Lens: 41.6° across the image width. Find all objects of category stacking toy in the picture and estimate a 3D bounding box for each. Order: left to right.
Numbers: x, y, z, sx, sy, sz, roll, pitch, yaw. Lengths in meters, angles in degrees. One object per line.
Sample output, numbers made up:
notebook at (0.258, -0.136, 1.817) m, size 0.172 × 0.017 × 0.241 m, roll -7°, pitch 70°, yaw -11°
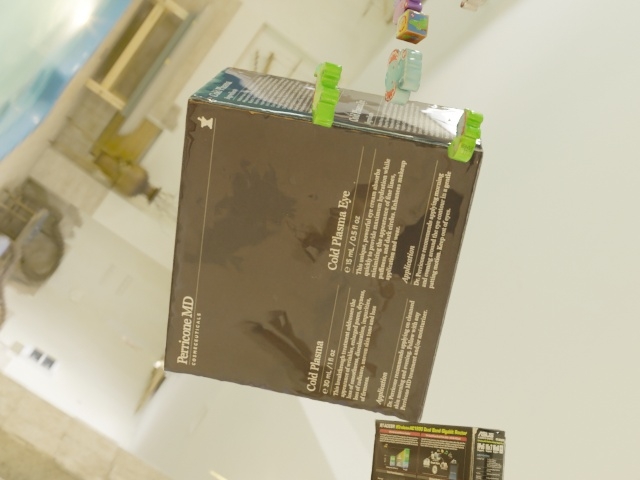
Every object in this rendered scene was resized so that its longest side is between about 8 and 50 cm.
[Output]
stacking toy at (0.080, -0.193, 0.805) m, size 0.052 × 0.167 × 0.221 m, roll 159°, pitch -59°, yaw -66°

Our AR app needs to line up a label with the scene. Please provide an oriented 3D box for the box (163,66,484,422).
box at (0.000, 0.000, 0.998) m, size 0.179 × 0.313 × 0.343 m, roll -72°, pitch 173°, yaw -67°

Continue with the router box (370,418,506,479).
router box at (0.090, 0.193, 0.676) m, size 0.122 × 0.038 × 0.092 m, roll -11°, pitch -111°, yaw 54°
